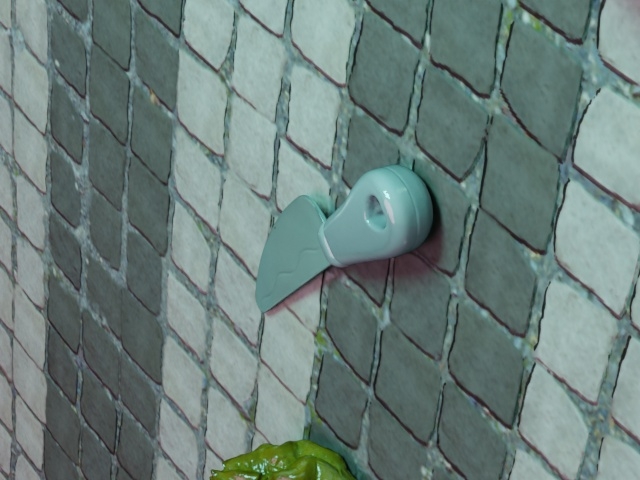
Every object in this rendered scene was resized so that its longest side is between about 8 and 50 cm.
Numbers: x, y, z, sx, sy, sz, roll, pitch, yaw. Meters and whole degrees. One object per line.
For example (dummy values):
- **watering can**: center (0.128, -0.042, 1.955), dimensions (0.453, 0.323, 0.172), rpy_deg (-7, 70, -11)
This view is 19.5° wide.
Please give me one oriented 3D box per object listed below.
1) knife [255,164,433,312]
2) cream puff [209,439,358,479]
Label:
- **knife**: center (0.000, -0.002, 1.556), dimensions (0.331, 0.044, 0.080), rpy_deg (-26, 84, 63)
- **cream puff**: center (-0.030, 0.248, 1.657), dimensions (0.146, 0.116, 0.146), rpy_deg (29, 126, 50)
